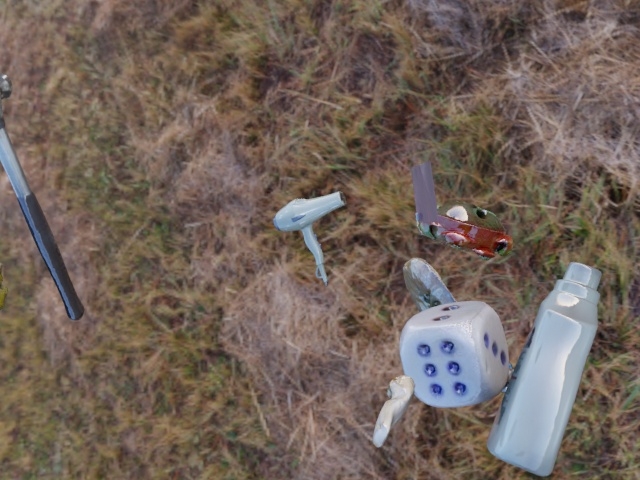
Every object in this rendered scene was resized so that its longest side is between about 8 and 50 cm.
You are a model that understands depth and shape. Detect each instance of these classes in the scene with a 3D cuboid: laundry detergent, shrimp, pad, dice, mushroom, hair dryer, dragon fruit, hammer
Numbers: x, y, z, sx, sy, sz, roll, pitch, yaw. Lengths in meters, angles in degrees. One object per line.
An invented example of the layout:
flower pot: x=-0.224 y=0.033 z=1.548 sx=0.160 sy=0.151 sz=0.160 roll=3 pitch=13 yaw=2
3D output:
laundry detergent: x=0.446 y=0.239 z=1.375 sx=0.124 sy=0.264 sz=0.398 roll=20 pitch=84 yaw=16
shrimp: x=0.347 y=0.208 z=1.811 sx=0.446 sy=0.110 sz=0.221 roll=52 pitch=163 yaw=38
pad: x=0.194 y=-0.088 z=1.336 sx=0.188 sy=0.006 sz=0.113 roll=-150 pitch=53 yaw=-86
dice: x=0.301 y=0.251 z=1.579 sx=0.194 sy=0.192 sz=0.193 roll=-9 pitch=98 yaw=33
mushroom: x=0.137 y=0.327 z=1.360 sx=0.054 sy=0.202 sz=0.059 roll=18 pitch=117 yaw=15
hair dryer: x=0.010 y=-0.016 z=1.543 sx=0.167 sy=0.067 sz=0.199 roll=-35 pitch=95 yaw=25
dragon fruit: x=0.401 y=-0.030 z=1.977 sx=0.268 sy=0.295 sz=0.130 roll=15 pitch=88 yaw=45
hammer: x=-0.270 y=-0.026 z=0.658 sx=0.103 sy=0.029 sz=0.246 roll=-109 pitch=6 yaw=-65

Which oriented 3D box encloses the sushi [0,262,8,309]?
sushi: x=-0.573 y=0.095 z=0.867 sx=0.351 sy=0.240 sz=0.396 roll=43 pitch=139 yaw=-1
